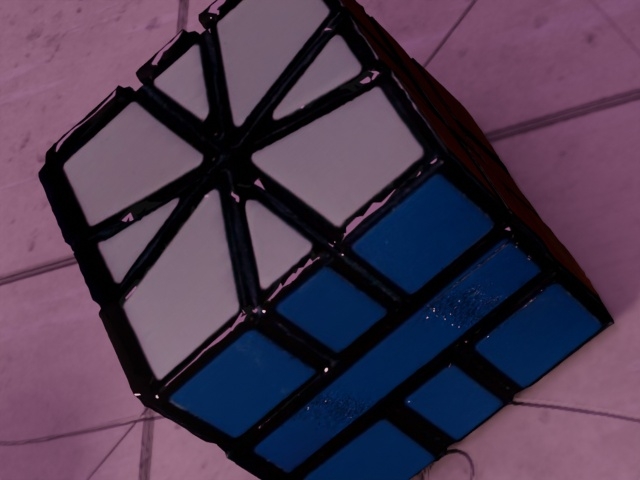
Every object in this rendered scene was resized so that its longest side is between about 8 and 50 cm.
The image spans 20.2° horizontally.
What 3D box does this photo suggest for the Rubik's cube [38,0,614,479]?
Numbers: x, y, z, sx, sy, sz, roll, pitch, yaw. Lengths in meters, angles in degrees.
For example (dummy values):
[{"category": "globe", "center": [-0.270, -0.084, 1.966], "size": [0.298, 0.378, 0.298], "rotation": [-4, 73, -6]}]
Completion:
[{"category": "Rubik's cube", "center": [0.000, 0.000, 1.376], "size": [0.288, 0.283, 0.293], "rotation": [-39, 45, 13]}]
